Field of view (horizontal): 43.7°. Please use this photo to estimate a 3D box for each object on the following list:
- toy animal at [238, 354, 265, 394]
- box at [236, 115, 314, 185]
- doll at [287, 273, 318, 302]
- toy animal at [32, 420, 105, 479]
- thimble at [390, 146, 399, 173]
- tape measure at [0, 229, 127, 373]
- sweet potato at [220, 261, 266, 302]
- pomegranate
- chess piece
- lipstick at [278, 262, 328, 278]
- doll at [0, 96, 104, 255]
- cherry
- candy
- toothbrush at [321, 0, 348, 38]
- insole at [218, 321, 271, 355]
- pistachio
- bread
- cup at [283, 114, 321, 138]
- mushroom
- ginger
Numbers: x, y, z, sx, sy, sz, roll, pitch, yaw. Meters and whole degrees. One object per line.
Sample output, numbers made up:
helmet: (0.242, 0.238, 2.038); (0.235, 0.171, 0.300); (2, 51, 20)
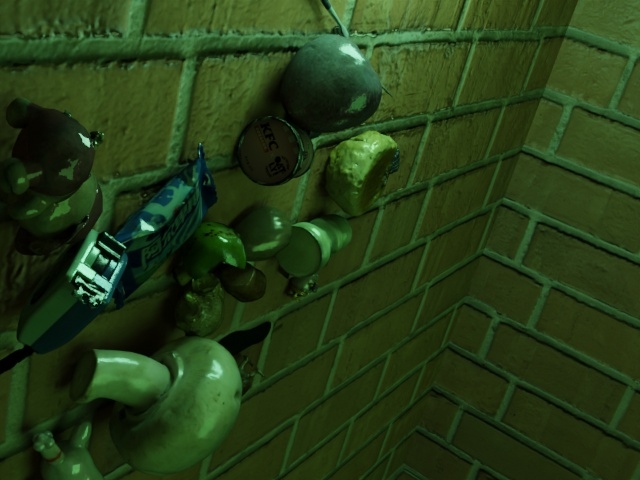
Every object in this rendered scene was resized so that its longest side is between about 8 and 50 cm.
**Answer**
toy animal: (-0.246, 0.388, 2.140); (0.179, 0.089, 0.188); (-43, 155, -10)
box: (-0.092, -0.197, 1.779); (0.151, 0.151, 0.135); (-68, 164, 12)
doll: (-0.036, 0.117, 2.256); (0.127, 0.084, 0.073); (-58, 146, -4)
toy animal: (-0.528, 0.476, 1.656); (0.140, 0.138, 0.282); (-46, 128, -47)
thimble: (0.185, -0.237, 2.308); (0.104, 0.095, 0.066); (-20, 132, -35)
tape measure: (-0.467, 0.124, 1.388); (0.351, 0.098, 0.215); (-37, -156, 28)
sweet potato: (-0.177, 0.104, 1.964); (0.097, 0.097, 0.252); (-61, 168, -3)
pomegranate: (-0.249, 0.023, 1.732); (0.143, 0.169, 0.122); (-89, 165, -68)
chess piece: (0.000, 0.000, 2.157); (0.251, 0.145, 0.144); (-27, 138, -58)
lipstick: (-0.044, 0.063, 2.196); (0.145, 0.045, 0.045); (-16, 131, -39)
doll: (-0.424, -0.086, 1.244); (0.196, 0.152, 0.255); (-57, 169, -29)
cherry: (0.027, -0.345, 1.775); (0.266, 0.213, 0.183); (-31, 169, -28)
candy: (-0.318, -0.030, 1.592); (0.331, 0.077, 0.187); (-49, 154, -31)
toothbrush: (0.009, -0.532, 1.772); (0.288, 0.026, 0.024); (45, 57, -62)
insole: (-0.211, 0.273, 2.173); (0.253, 0.005, 0.086); (-13, 127, -57)
pistachio: (-0.145, -0.010, 1.906); (0.186, 0.108, 0.126); (-31, 117, -37)
bread: (0.104, -0.192, 2.161); (0.244, 0.134, 0.244); (-47, 154, -33)
cup: (-0.039, -0.284, 1.879); (0.077, 0.078, 0.100); (-22, 103, -61)
mushroom: (-0.335, 0.360, 1.694); (0.356, 0.315, 0.315); (-19, 132, -43)
ginger: (-0.271, 0.153, 1.820); (0.157, 0.102, 0.216); (-62, 166, -13)
